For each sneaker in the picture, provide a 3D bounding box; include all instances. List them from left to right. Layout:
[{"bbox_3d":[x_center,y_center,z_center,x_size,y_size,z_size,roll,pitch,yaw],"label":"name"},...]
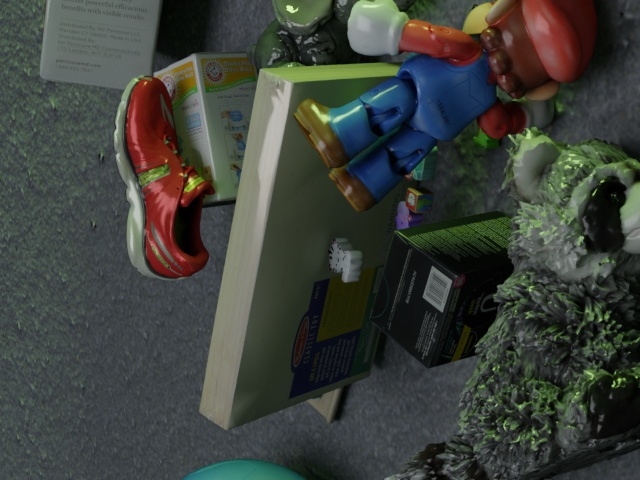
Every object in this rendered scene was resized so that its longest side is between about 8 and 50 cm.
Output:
[{"bbox_3d":[-0.197,-0.086,1.635,0.118,0.107,0.279,-2,99,32],"label":"sneaker"}]

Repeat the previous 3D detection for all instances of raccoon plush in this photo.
[{"bbox_3d":[0.174,0.087,1.201,0.446,0.216,0.299,-28,69,26],"label":"raccoon plush"}]

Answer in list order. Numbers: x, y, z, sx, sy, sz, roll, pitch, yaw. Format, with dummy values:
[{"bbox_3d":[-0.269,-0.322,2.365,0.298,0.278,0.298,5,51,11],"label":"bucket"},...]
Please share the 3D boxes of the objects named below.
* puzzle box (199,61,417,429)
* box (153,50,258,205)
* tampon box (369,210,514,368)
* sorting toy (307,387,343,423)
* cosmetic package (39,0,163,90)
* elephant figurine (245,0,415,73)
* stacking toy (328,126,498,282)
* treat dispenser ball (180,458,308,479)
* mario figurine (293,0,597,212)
[{"bbox_3d":[0.000,0.000,1.394,0.052,0.272,0.409,26,113,33],"label":"puzzle box"},{"bbox_3d":[-0.147,-0.152,1.698,0.114,0.103,0.203,-10,89,51],"label":"box"},{"bbox_3d":[0.156,0.051,1.317,0.101,0.161,0.121,39,127,40],"label":"tampon box"},{"bbox_3d":[-0.028,0.119,1.656,0.208,0.038,0.193,40,126,40],"label":"sorting toy"},{"bbox_3d":[-0.291,-0.464,1.706,0.230,0.161,0.453,-112,31,-62],"label":"cosmetic package"},{"bbox_3d":[0.026,-0.275,1.450,0.169,0.186,0.239,-80,13,-69],"label":"elephant figurine"},{"bbox_3d":[0.105,-0.056,1.355,0.052,0.166,0.221,40,127,54],"label":"stacking toy"},{"bbox_3d":[-0.103,0.435,1.610,0.288,0.288,0.288,13,107,49],"label":"treat dispenser ball"},{"bbox_3d":[0.132,-0.170,1.239,0.170,0.320,0.198,58,179,18],"label":"mario figurine"}]
